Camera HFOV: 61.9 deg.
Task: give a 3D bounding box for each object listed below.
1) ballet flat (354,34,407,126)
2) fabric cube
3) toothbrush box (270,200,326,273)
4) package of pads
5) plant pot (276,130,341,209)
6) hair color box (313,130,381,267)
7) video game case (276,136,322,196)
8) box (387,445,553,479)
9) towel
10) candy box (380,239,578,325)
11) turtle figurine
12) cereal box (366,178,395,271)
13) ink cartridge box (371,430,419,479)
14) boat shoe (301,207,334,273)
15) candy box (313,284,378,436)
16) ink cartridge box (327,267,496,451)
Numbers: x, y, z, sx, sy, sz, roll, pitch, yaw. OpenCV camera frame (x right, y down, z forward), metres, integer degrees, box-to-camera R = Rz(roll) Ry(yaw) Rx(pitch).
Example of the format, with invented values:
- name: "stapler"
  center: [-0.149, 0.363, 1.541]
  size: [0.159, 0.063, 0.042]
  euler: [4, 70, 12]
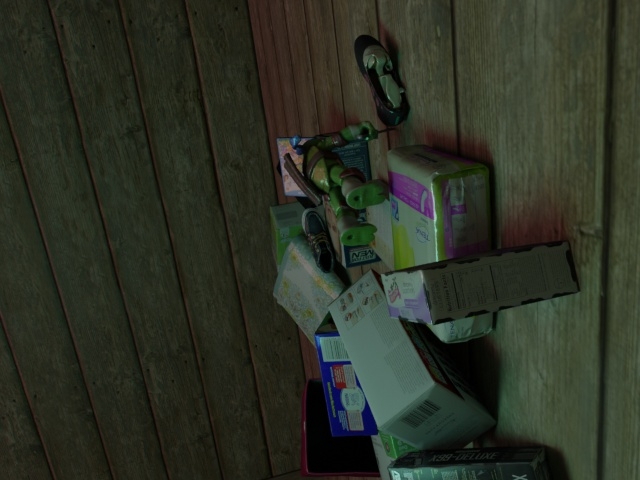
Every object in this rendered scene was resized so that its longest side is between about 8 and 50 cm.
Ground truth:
- name: "ballet flat"
  center: [0.124, -0.327, 1.059]
  size: [0.074, 0.074, 0.203]
  euler: [141, 112, -78]
- name: "fabric cube"
  center: [0.073, 0.554, 1.564]
  size: [0.258, 0.259, 0.254]
  euler: [104, 167, -64]
- name: "toothbrush box"
  center: [-0.076, -0.016, 2.006]
  size: [0.283, 0.206, 0.122]
  euler: [93, 162, -52]
- name: "package of pads"
  center: [0.200, -0.001, 0.912]
  size: [0.229, 0.101, 0.296]
  euler: [-126, 26, -68]
- name: "plant pot"
  center: [-0.009, -0.195, 1.598]
  size: [0.187, 0.188, 0.166]
  euler: [144, 105, -78]
- name: "hair color box"
  center: [0.070, -0.116, 1.443]
  size: [0.174, 0.105, 0.347]
  euler: [-137, 37, -73]
- name: "video game case"
  center: [-0.058, -0.202, 1.475]
  size: [0.015, 0.119, 0.166]
  euler: [-39, -52, -53]
- name: "box"
  center: [0.254, 0.481, 0.811]
  size: [0.243, 0.077, 0.307]
  euler: [-20, 78, 35]
- name: "towel"
  center: [-0.028, 0.200, 1.942]
  size: [0.320, 0.090, 0.374]
  euler: [47, 144, 21]
- name: "candy box"
  center: [0.200, 0.056, 0.712]
  size: [0.165, 0.196, 0.070]
  euler: [155, 104, -79]
- name: "turtle figurine"
  center: [0.080, -0.123, 1.067]
  size: [0.198, 0.275, 0.266]
  euler: [-48, 36, 23]
- name: "cereal box"
  center: [0.161, -0.027, 1.214]
  size: [0.240, 0.048, 0.172]
  euler: [-125, 27, -63]
- name: "ink cartridge box"
  center: [0.227, 0.578, 1.284]
  size: [0.211, 0.122, 0.289]
  euler: [120, 138, -72]
- name: "boat shoe"
  center: [0.000, 0.000, 1.489]
  size: [0.083, 0.065, 0.183]
  euler: [-136, 29, -71]
- name: "candy box"
  center: [0.097, 0.284, 1.341]
  size: [0.317, 0.122, 0.268]
  euler: [-49, -49, -69]
- name: "ink cartridge box"
  center: [0.183, 0.243, 1.031]
  size: [0.272, 0.130, 0.309]
  euler: [37, -164, -35]
